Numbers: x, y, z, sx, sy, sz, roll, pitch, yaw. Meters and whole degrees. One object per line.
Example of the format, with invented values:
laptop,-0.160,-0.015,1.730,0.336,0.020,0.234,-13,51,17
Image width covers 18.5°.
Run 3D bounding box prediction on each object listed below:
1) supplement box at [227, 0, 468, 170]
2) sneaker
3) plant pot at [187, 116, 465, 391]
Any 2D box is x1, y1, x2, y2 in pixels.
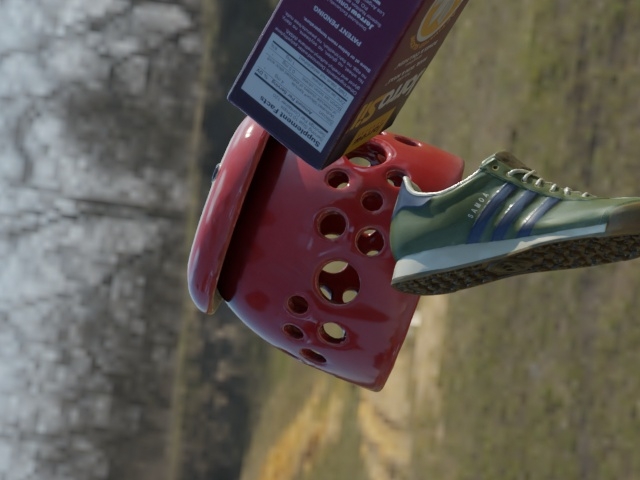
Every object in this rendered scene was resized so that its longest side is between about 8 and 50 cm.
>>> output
supplement box,0.034,-0.147,1.218,0.104,0.081,0.188,-36,-18,-53
sneaker,0.133,-0.023,1.304,0.064,0.192,0.086,37,-134,-62
plant pot,0.000,0.000,1.494,0.191,0.174,0.191,19,-90,-87
